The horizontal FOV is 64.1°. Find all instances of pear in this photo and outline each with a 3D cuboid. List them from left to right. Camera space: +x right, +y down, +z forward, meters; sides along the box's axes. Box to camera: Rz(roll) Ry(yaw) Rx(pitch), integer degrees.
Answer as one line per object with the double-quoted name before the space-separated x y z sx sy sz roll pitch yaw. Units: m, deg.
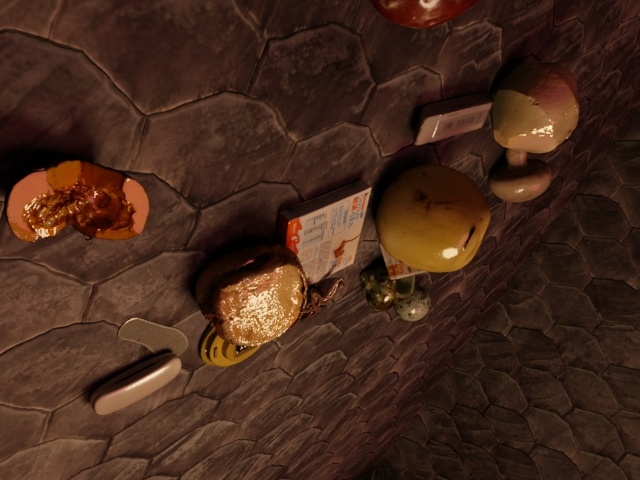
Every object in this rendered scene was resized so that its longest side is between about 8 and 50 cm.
"pear" 0.307 -0.056 1.393 0.309 0.309 0.309 -32 146 -25

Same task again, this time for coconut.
"coconut" 0.601 -0.371 1.466 0.259 0.259 0.259 -32 146 -25

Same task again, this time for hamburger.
"hamburger" -0.138 0.117 1.148 0.286 0.146 0.243 17 118 -44

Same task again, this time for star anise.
"star anise" -0.008 0.152 1.408 0.172 0.063 0.208 -37 164 -3

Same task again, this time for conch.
"conch" 0.212 0.141 1.661 0.181 0.124 0.187 47 62 -50

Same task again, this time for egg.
"egg" 0.347 0.229 1.912 0.172 0.132 0.132 -30 146 -49

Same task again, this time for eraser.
"eraser" 0.359 -0.331 1.370 0.352 0.061 0.089 -22 140 -36

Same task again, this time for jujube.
"jujube" 0.210 -0.498 0.873 0.318 0.223 0.223 -40 149 -29

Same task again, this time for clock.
"clock" -0.199 0.248 1.318 0.237 0.057 0.237 -31 144 -26

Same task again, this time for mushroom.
"mushroom" 0.703 -0.233 1.783 0.206 0.206 0.209 -29 144 -29

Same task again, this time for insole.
"insole" -0.360 0.216 1.129 0.080 0.003 0.232 -45 149 -5

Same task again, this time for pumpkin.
"pumpkin" -0.353 -0.060 0.730 0.184 0.108 0.119 4 115 -44

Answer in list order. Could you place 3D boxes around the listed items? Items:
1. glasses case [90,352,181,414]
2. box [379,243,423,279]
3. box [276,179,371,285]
"glasses case" -0.406 0.317 1.137 0.204 0.051 0.081 -24 142 -35
"box" 0.278 0.055 1.651 0.032 0.122 0.220 -24 168 39
"box" 0.000 0.000 1.298 0.265 0.048 0.273 -24 141 -33
